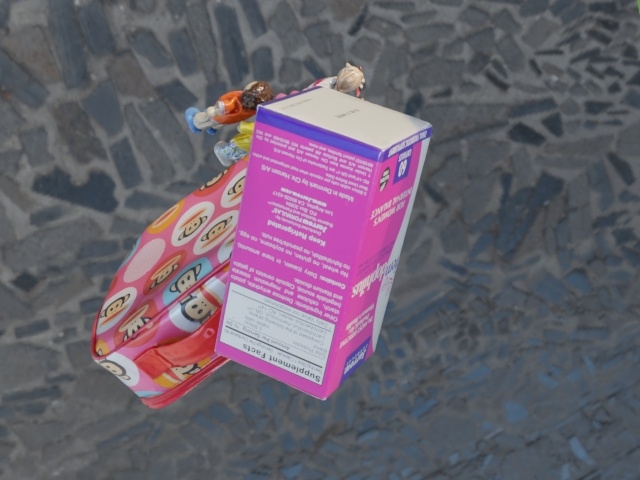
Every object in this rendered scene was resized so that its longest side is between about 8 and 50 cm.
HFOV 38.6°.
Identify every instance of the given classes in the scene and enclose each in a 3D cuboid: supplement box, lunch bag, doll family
[{"bbox_3d":[0.000,0.000,0.753,0.111,0.114,0.220,-34,141,-59],"label":"supplement box"},{"bbox_3d":[-0.103,0.035,0.957,0.293,0.258,0.120,-36,113,15],"label":"lunch bag"},{"bbox_3d":[-0.030,-0.149,1.175,0.263,0.118,0.163,-21,-174,-43],"label":"doll family"}]

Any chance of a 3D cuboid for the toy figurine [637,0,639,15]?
[{"bbox_3d":[0.102,-0.143,0.293,0.159,0.130,0.173,6,93,-28],"label":"toy figurine"}]
